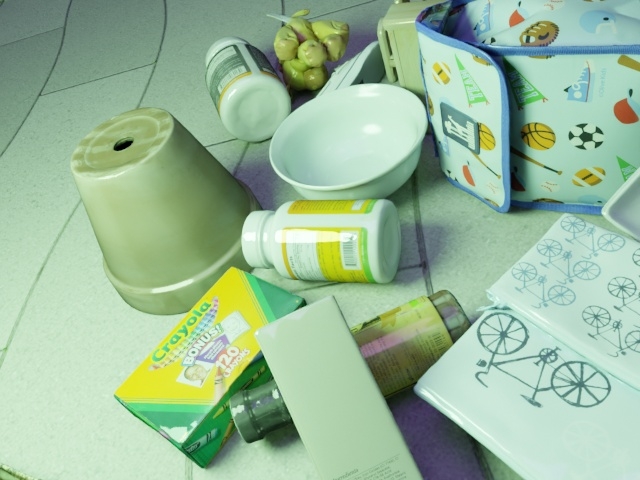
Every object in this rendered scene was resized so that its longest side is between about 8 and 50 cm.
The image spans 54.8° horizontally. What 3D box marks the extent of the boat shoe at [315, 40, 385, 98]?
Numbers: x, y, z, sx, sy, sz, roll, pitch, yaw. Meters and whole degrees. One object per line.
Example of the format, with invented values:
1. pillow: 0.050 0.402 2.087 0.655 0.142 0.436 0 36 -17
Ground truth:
1. boat shoe: 0.064 -0.367 1.394 0.084 0.095 0.258 19 56 30

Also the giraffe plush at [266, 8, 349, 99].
1. giraffe plush: -0.040 -0.419 1.444 0.181 0.170 0.210 -34 55 -31

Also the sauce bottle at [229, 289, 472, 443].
1. sauce bottle: 0.043 0.180 0.858 0.345 0.111 0.111 -23 43 -3

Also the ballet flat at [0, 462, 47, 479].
1. ballet flat: -0.460 0.366 0.830 0.483 0.182 0.164 8 51 28

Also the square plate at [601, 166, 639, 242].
1. square plate: 0.605 -0.055 0.761 0.347 0.049 0.344 43 97 20

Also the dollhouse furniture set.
1. dollhouse furniture set: 0.286 -0.440 1.258 0.362 0.256 0.394 6 50 26

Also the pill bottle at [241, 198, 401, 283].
1. pill bottle: 0.000 0.000 1.032 0.246 0.136 0.136 1 48 23

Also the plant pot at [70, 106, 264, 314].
1. plant pot: -0.290 -0.072 1.119 0.323 0.280 0.323 -11 46 11

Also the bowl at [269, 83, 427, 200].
1. bowl: 0.064 -0.155 1.159 0.298 0.134 0.297 -12 44 12

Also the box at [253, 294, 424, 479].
1. box: 0.028 0.214 0.749 0.113 0.094 0.275 -25 76 -1

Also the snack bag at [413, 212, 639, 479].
1. snack bag: 0.315 0.137 0.703 0.342 0.037 0.323 -41 46 -14

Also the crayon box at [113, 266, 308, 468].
1. crayon box: -0.157 0.184 0.956 0.165 0.081 0.278 21 58 36

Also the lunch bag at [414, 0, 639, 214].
1. lunch bag: 0.350 -0.214 0.965 0.386 0.327 0.239 9 51 27

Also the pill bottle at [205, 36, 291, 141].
1. pill bottle: -0.179 -0.361 1.440 0.162 0.162 0.278 -25 43 -2
